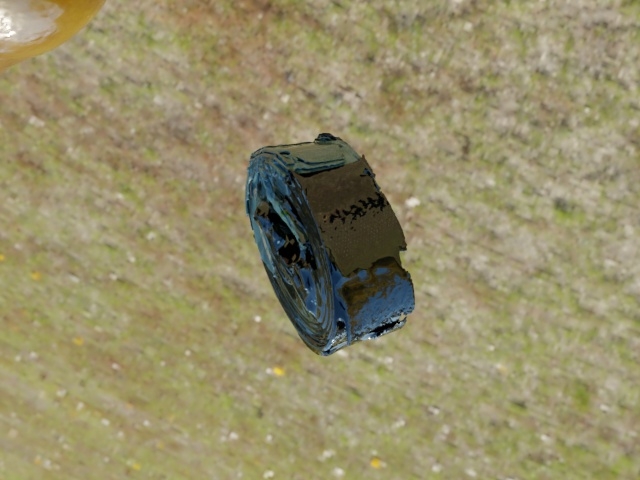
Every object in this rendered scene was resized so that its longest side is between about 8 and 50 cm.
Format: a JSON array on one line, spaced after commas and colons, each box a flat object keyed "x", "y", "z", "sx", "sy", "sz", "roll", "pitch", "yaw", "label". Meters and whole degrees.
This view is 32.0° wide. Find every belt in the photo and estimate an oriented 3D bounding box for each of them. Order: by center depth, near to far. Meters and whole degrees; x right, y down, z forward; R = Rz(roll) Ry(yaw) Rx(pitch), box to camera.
[{"x": 0.000, "y": 0.000, "z": 0.654, "sx": 0.105, "sy": 0.058, "sz": 0.140, "roll": 103, "pitch": 146, "yaw": -49, "label": "belt"}]

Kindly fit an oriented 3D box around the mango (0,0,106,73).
[{"x": -0.207, "y": -0.178, "z": 0.582, "sx": 0.166, "sy": 0.136, "sz": 0.236, "roll": -6, "pitch": 163, "yaw": 36, "label": "mango"}]
